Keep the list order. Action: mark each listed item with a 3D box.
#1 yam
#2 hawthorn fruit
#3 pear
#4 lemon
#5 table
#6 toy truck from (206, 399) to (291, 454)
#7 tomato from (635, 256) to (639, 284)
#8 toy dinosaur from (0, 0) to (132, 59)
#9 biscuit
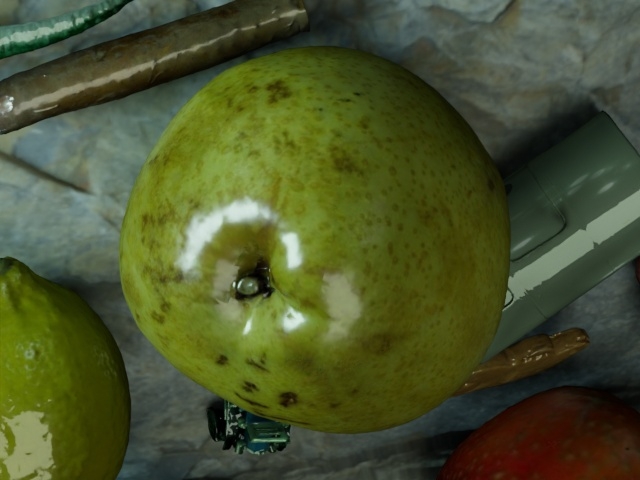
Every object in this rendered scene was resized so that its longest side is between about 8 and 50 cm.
[{"bbox_3d":[-0.134,-0.140,1.071,0.264,0.046,0.046,-20,128,-5],"label":"yam"},{"bbox_3d":[0.252,0.271,1.365,0.299,0.275,0.275,-47,126,5],"label":"hawthorn fruit"},{"bbox_3d":[0.000,0.000,1.049,0.304,0.304,0.303,-9,127,-12],"label":"pear"},{"bbox_3d":[-0.248,0.129,1.150,0.184,0.184,0.248,-3,104,-16],"label":"lemon"},{"bbox_3d":[0.194,-0.001,1.226,0.220,0.126,0.126,-35,128,9],"label":"table"},{"bbox_3d":[-0.052,0.139,1.281,0.080,0.078,0.154,0,125,-19],"label":"toy truck"},{"bbox_3d":[0.449,0.019,1.283,0.170,0.309,0.309,-20,136,-43],"label":"tomato"},{"bbox_3d":[-0.290,-0.167,0.987,0.383,0.076,0.129,-16,135,-1],"label":"toy dinosaur"},{"bbox_3d":[0.170,0.123,1.326,0.184,0.027,0.133,-8,163,-34],"label":"biscuit"}]
